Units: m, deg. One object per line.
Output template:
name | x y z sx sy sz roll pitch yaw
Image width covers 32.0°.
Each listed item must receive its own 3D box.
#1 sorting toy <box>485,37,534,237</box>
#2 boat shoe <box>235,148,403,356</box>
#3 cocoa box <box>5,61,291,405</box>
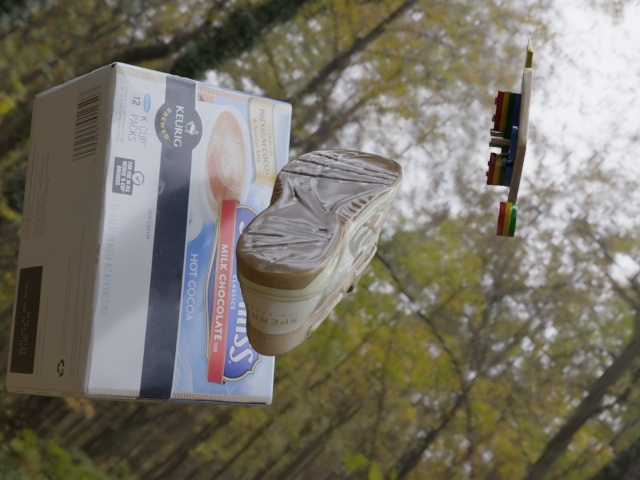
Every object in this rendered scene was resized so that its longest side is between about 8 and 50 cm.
sorting toy | 0.252 -0.148 1.499 0.046 0.274 0.132 7 -31 7
boat shoe | 0.000 0.000 1.032 0.109 0.302 0.098 12 -61 13
cocoa box | -0.192 0.007 1.254 0.228 0.347 0.231 9 -9 -35
